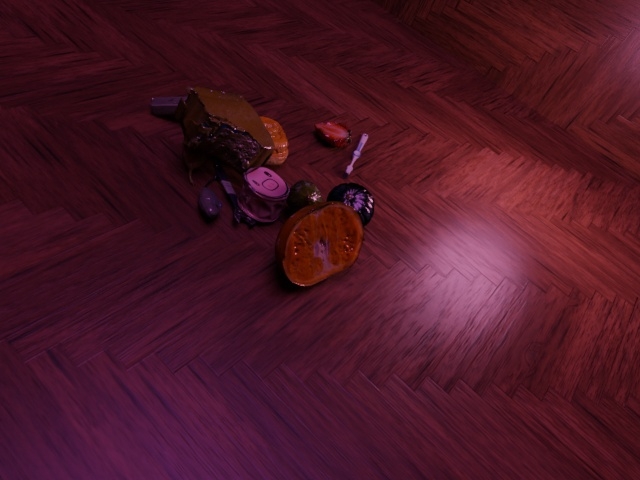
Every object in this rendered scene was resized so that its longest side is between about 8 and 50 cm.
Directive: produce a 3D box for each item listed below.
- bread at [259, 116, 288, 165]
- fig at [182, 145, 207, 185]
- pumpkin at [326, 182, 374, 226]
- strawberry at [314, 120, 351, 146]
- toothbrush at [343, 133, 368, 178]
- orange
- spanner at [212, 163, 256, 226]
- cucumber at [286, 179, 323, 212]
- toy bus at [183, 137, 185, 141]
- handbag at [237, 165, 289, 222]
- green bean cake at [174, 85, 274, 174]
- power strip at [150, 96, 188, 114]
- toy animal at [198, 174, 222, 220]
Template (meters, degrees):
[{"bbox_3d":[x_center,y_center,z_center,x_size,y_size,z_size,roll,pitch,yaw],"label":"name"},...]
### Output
[{"bbox_3d":[-0.230,-0.405,1.927,0.198,0.120,0.236,-1,53,-37],"label":"bread"},{"bbox_3d":[-0.460,-0.289,1.742,0.093,0.093,0.166,5,45,-19],"label":"fig"},{"bbox_3d":[0.110,-0.129,1.804,0.194,0.150,0.194,6,42,-5],"label":"pumpkin"},{"bbox_3d":[0.053,-0.478,2.152,0.187,0.082,0.146,23,39,6],"label":"strawberry"},{"bbox_3d":[0.166,-0.397,2.154,0.040,0.040,0.386,25,44,0],"label":"toothbrush"},{"bbox_3d":[0.000,0.002,1.565,0.310,0.274,0.274,-15,53,-2],"label":"orange"},{"bbox_3d":[-0.325,-0.170,1.715,0.087,0.024,0.316,1,49,-47],"label":"spanner"},{"bbox_3d":[-0.051,-0.150,1.688,0.134,0.134,0.244,19,4,-7],"label":"cucumber"},{"bbox_3d":[-0.426,-0.451,1.910,0.112,0.090,0.274,36,46,1],"label":"toy bus"},{"bbox_3d":[-0.203,-0.169,1.704,0.179,0.116,0.205,36,33,1],"label":"handbag"},{"bbox_3d":[-0.353,-0.374,1.701,0.310,0.202,0.285,0,54,-49],"label":"green bean cake"},{"bbox_3d":[-0.551,-0.540,1.897,0.272,0.052,0.078,3,41,11],"label":"power strip"},{"bbox_3d":[-0.392,-0.159,1.683,0.079,0.070,0.253,43,20,-34],"label":"toy animal"}]
